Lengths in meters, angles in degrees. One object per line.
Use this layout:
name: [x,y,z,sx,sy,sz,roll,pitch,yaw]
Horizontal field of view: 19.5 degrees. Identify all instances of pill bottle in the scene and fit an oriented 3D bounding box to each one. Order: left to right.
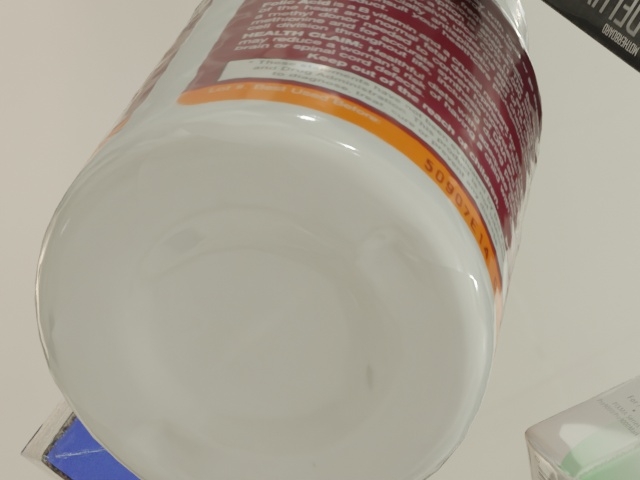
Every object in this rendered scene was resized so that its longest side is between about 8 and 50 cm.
pill bottle: [0.006,-0.039,1.034,0.224,0.224,0.392,65,21,-20]

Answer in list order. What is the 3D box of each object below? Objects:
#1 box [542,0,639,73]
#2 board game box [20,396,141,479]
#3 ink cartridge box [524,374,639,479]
box: [0.183,-0.229,0.975,0.076,0.242,0.307,18,19,-46]
board game box: [-0.193,0.253,2.080,0.232,0.141,0.291,38,-12,-6]
ink cartridge box: [0.220,0.131,0.971,0.056,0.224,0.181,50,-22,51]
